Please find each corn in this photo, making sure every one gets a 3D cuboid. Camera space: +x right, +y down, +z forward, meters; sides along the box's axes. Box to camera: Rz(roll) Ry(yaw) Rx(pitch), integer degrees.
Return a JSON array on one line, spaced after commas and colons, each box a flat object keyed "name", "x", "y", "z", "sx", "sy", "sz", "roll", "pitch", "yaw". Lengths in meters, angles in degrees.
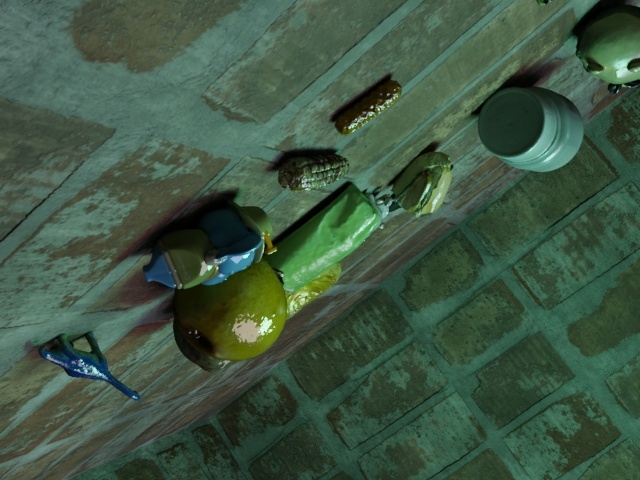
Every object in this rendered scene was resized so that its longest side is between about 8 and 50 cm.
[{"name": "corn", "x": -0.009, "y": -0.149, "z": 1.551, "sx": 0.079, "sy": 0.079, "sz": 0.237, "roll": -43, "pitch": 170, "yaw": 28}]

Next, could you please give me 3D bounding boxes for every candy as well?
[{"name": "candy", "x": 0.000, "y": 0.000, "z": 1.953, "sx": 0.343, "sy": 0.142, "sz": 0.132, "roll": -39, "pitch": 154, "yaw": 11}]

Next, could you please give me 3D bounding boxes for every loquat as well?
[{"name": "loquat", "x": -0.199, "y": 0.139, "z": 1.657, "sx": 0.275, "sy": 0.275, "sz": 0.275, "roll": -34, "pitch": 167, "yaw": -9}]

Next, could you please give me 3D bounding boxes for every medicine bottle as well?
[{"name": "medicine bottle", "x": 0.618, "y": -0.330, "z": 2.136, "sx": 0.245, "sy": 0.245, "sz": 0.306, "roll": -43, "pitch": 158, "yaw": 29}]

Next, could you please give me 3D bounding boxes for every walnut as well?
[{"name": "walnut", "x": -0.276, "y": 0.232, "z": 1.877, "sx": 0.224, "sy": 0.224, "sz": 0.224, "roll": -34, "pitch": 167, "yaw": -9}]

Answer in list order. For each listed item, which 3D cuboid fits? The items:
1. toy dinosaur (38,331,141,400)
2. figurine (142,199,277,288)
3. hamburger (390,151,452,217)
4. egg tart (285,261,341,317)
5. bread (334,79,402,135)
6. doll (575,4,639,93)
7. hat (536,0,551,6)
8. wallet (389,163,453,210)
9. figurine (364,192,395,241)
[{"name": "toy dinosaur", "x": -0.499, "y": 0.284, "z": 1.561, "sx": 0.075, "sy": 0.188, "sz": 0.247, "roll": -44, "pitch": 165, "yaw": 2}, {"name": "figurine", "x": -0.222, "y": 0.010, "z": 1.455, "sx": 0.262, "sy": 0.154, "sz": 0.180, "roll": -18, "pitch": 175, "yaw": -2}, {"name": "hamburger", "x": 0.320, "y": -0.189, "z": 2.165, "sx": 0.155, "sy": 0.135, "sz": 0.208, "roll": -23, "pitch": 143, "yaw": -48}, {"name": "egg tart", "x": -0.087, "y": 0.134, "z": 2.233, "sx": 0.319, "sy": 0.128, "sz": 0.319, "roll": -33, "pitch": 165, "yaw": -10}, {"name": "bread", "x": 0.096, "y": -0.267, "z": 1.455, "sx": 0.157, "sy": 0.044, "sz": 0.052, "roll": -36, "pitch": 164, "yaw": -1}, {"name": "doll", "x": 0.851, "y": -0.542, "z": 2.047, "sx": 0.247, "sy": 0.247, "sz": 0.349, "roll": -44, "pitch": 179, "yaw": 30}, {"name": "hat", "x": 0.470, "y": -0.524, "z": 1.486, "sx": 0.077, "sy": 0.059, "sz": 0.076, "roll": -36, "pitch": -176, "yaw": 24}, {"name": "wallet", "x": 0.311, "y": -0.170, "z": 2.362, "sx": 0.245, "sy": 0.052, "sz": 0.168, "roll": -40, "pitch": 166, "yaw": 36}, {"name": "figurine", "x": 0.141, "y": -0.080, "z": 2.115, "sx": 0.229, "sy": 0.112, "sz": 0.137, "roll": -29, "pitch": 140, "yaw": -54}]
